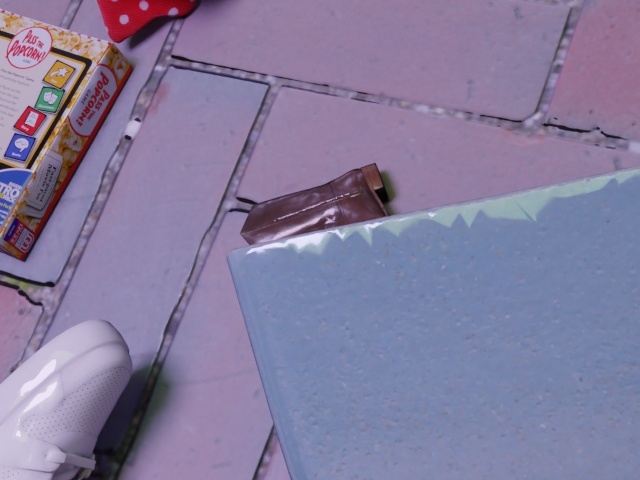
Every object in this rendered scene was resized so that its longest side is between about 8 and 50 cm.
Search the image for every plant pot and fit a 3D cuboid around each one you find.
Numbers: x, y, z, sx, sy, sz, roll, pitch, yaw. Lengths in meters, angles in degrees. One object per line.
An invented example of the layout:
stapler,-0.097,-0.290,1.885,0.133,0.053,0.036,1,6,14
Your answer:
plant pot,0.115,0.111,0.741,0.248,0.247,0.252,-12,83,14

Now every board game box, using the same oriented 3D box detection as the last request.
board game box,-0.269,-0.096,1.069,0.147,0.045,0.193,21,75,26

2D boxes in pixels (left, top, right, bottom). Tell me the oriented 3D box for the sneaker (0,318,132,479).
sneaker,-0.195,0.211,0.879,0.169,0.108,0.292,40,93,27

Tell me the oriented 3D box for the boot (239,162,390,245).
boot,0.000,0.000,0.939,0.114,0.037,0.106,-19,49,6

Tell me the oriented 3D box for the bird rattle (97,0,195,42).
bird rattle,-0.167,-0.306,1.089,0.254,0.143,0.207,33,64,25
